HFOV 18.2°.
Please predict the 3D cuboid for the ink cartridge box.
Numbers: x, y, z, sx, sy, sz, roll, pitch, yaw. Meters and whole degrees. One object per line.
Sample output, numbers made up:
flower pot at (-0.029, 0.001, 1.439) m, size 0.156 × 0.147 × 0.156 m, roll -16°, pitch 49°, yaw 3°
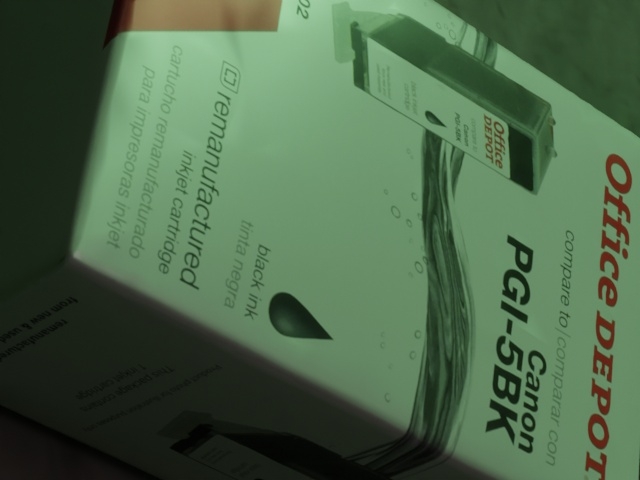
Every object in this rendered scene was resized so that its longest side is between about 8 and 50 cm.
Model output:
ink cartridge box at (0.000, 0.000, 0.386) m, size 0.135 × 0.056 × 0.099 m, roll 29°, pitch 53°, yaw -30°
